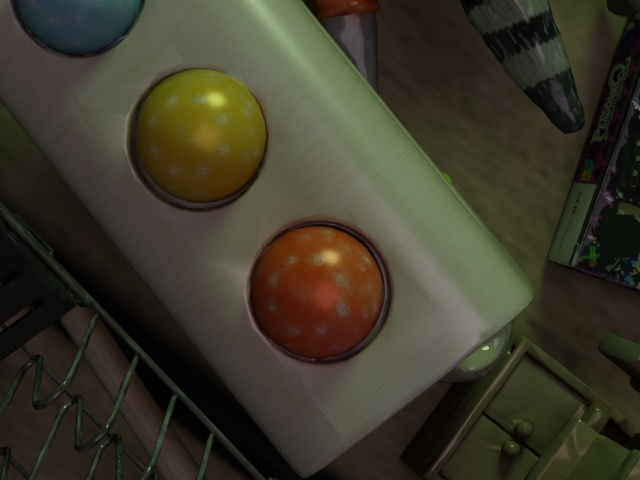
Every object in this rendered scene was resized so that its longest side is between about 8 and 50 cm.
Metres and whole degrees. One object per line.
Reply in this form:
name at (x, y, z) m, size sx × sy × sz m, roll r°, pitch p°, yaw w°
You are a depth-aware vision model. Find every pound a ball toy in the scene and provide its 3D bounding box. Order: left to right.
pound a ball toy at (-0.058, -0.001, 0.597) m, size 0.208 × 0.136 × 0.319 m, roll -38°, pitch 87°, yaw 9°

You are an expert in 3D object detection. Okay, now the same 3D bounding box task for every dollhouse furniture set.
dollhouse furniture set at (0.166, 0.146, 0.698) m, size 0.161 × 0.242 × 0.212 m, roll 38°, pitch 86°, yaw -16°

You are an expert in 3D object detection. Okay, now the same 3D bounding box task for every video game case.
video game case at (0.272, -0.051, 0.810) m, size 0.232 × 0.042 × 0.210 m, roll 17°, pitch 91°, yaw -16°

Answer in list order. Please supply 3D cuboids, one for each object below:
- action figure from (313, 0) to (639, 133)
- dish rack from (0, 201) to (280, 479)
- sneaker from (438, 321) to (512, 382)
action figure at (0.090, -0.236, 0.661) m, size 0.341 × 0.178 × 0.330 m, roll -20°, pitch 119°, yaw 3°
dish rack at (-0.119, 0.122, 0.523) m, size 0.208 × 0.074 × 0.271 m, roll -36°, pitch 109°, yaw 11°
sneaker at (0.000, 0.000, 0.706) m, size 0.252 × 0.111 × 0.103 m, roll 22°, pitch 90°, yaw -16°
